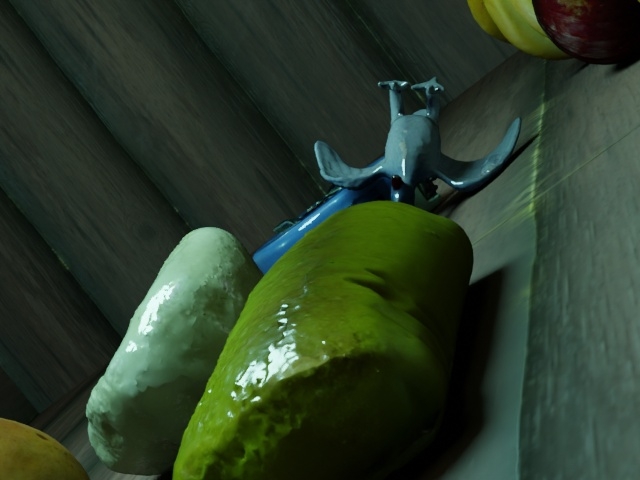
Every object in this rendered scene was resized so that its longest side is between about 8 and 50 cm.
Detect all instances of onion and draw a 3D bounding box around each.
[{"bbox_3d":[0.299,-0.337,1.469,0.273,0.285,0.273,14,-90,-72],"label":"onion"}]

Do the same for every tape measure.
[{"bbox_3d":[0.000,0.000,1.625,0.215,0.098,0.351,-39,2,-26],"label":"tape measure"}]

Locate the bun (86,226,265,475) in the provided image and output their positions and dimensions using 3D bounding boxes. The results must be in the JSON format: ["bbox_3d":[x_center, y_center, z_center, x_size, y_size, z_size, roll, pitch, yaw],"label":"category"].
[{"bbox_3d":[-0.110,0.106,1.141,0.231,0.133,0.231,-63,3,7],"label":"bun"}]

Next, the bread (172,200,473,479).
[{"bbox_3d":[0.006,0.060,0.815,0.166,0.112,0.383,-36,5,16],"label":"bread"}]

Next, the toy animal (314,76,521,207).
[{"bbox_3d":[0.095,-0.091,1.433,0.239,0.176,0.255,2,8,15],"label":"toy animal"}]

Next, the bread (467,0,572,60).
[{"bbox_3d":[0.354,-0.352,1.719,0.316,0.211,0.270,-27,-4,-19],"label":"bread"}]

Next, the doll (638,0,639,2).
[{"bbox_3d":[0.314,-0.281,1.022,0.213,0.236,0.213,-41,5,4],"label":"doll"}]

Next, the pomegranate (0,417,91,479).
[{"bbox_3d":[-0.222,0.203,0.812,0.191,0.191,0.191,-38,4,3],"label":"pomegranate"}]
